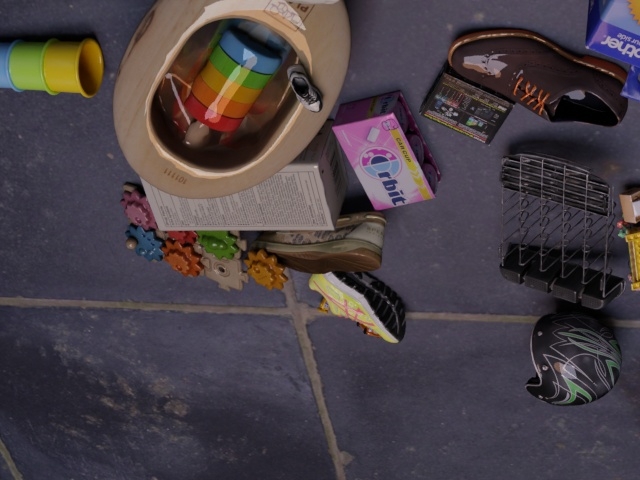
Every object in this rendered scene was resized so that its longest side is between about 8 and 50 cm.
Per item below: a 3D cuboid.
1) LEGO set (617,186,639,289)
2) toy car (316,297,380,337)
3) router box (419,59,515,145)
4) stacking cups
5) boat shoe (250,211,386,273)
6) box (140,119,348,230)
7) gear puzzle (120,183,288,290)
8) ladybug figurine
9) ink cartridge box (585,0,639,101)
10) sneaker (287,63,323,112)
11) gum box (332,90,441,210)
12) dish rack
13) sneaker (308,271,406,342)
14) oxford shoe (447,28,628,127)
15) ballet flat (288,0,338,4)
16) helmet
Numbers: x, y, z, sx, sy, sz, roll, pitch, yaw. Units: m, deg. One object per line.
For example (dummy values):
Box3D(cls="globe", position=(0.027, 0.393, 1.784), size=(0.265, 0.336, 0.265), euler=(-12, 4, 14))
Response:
Box3D(cls="LEGO set", position=(0.541, 0.035, 1.994), size=(0.287, 0.107, 0.132), euler=(42, 95, -16))
Box3D(cls="toy car", position=(0.059, 0.136, 2.243), size=(0.122, 0.060, 0.040), euler=(21, 103, -12))
Box3D(cls="router box", position=(0.224, -0.208, 1.877), size=(0.122, 0.038, 0.092), euler=(24, 134, -6))
Box3D(cls="stacking cups", position=(-0.513, -0.291, 1.997), size=(0.316, 0.096, 0.096), euler=(7, 134, 15))
Box3D(cls="boat shoe", position=(0.000, 0.000, 2.097), size=(0.285, 0.089, 0.105), euler=(1, 159, 42))
Box3D(cls="box", position=(-0.125, -0.104, 2.024), size=(0.311, 0.121, 0.148), euler=(1, 133, 16))
Box3D(cls="gear puzzle", position=(-0.208, 0.023, 2.162), size=(0.339, 0.044, 0.175), euler=(20, 137, 20))
Box3D(cls="ladybug figurine", position=(-0.127, -0.259, 1.818), size=(0.305, 0.162, 0.449), euler=(30, 121, -19))
Box3D(cls="ink cartridge box", position=(0.518, -0.341, 1.589), size=(0.270, 0.151, 0.395), euler=(20, 136, -2))
Box3D(cls="sneaker", position=(-0.023, -0.206, 1.731), size=(0.032, 0.037, 0.083), euler=(-26, 125, 15))
Box3D(cls="gum box", position=(0.109, -0.136, 1.963), size=(0.107, 0.062, 0.188), euler=(-11, 128, 26))
Box3D(cls="dish rack", position=(0.376, -0.023, 1.946), size=(0.208, 0.074, 0.271), euler=(18, 133, 30))
Box3D(cls="sneaker", position=(0.065, 0.111, 2.204), size=(0.208, 0.081, 0.094), euler=(44, 131, -10))
Box3D(cls="oxford shoe", position=(0.314, -0.231, 1.785), size=(0.271, 0.098, 0.097), euler=(13, 134, 5))
Box3D(cls="ballet flat", position=(0.038, -0.371, 1.629), size=(0.349, 0.123, 0.123), euler=(-9, 138, -19))
Box3D(cls="helmet", position=(0.430, 0.200, 2.114), size=(0.169, 0.169, 0.161), euler=(18, 151, 0))
